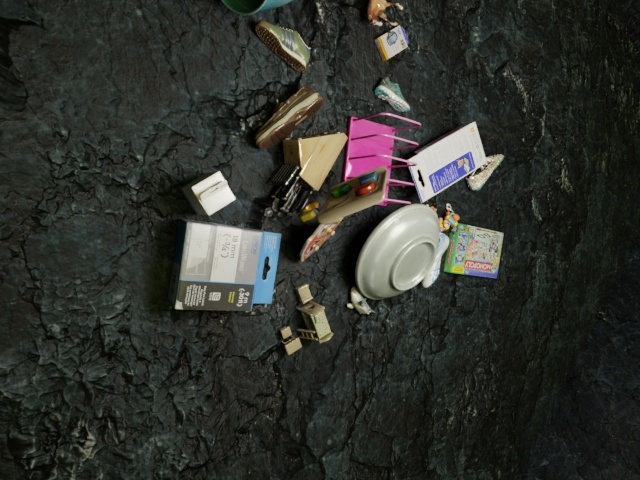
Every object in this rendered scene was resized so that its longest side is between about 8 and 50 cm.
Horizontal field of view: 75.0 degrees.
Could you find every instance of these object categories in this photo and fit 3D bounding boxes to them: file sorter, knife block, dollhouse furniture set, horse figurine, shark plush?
[{"bbox_3d":[0.215,-0.273,1.442,0.202,0.182,0.291,4,93,-33],"label":"file sorter"},{"bbox_3d":[-0.033,-0.214,1.347,0.275,0.088,0.242,-20,113,-36],"label":"knife block"},{"bbox_3d":[-0.066,0.264,1.376,0.160,0.101,0.182,-27,109,-27],"label":"dollhouse furniture set"},{"bbox_3d":[0.215,-0.867,1.445,0.174,0.066,0.264,-10,103,-37],"label":"horse figurine"},{"bbox_3d":[0.167,0.235,1.549,0.161,0.073,0.067,33,48,-26],"label":"shark plush"}]

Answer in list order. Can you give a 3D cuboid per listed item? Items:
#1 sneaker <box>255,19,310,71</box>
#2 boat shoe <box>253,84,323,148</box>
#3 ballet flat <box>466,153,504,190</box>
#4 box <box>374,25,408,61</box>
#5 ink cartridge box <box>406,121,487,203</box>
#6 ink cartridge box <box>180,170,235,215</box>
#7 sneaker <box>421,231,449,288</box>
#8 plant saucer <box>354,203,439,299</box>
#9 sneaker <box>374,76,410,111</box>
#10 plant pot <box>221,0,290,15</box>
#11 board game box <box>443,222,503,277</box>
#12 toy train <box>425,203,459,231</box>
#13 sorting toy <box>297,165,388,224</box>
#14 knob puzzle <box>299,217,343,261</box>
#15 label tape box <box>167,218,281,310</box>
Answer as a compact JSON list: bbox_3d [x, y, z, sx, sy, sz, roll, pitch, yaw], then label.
[{"bbox_3d":[-0.107,-0.615,1.278,0.192,0.064,0.086,34,70,-30],"label":"sneaker"},{"bbox_3d":[-0.115,-0.388,1.294,0.257,0.095,0.095,-40,82,-16],"label":"boat shoe"},{"bbox_3d":[0.714,-0.314,1.811,0.077,0.091,0.241,45,67,-4],"label":"ballet flat"},{"bbox_3d":[0.261,-0.718,1.513,0.136,0.028,0.081,-39,114,-25],"label":"box"},{"bbox_3d":[0.476,-0.302,1.598,0.370,0.069,0.176,-32,109,-23],"label":"ink cartridge box"},{"bbox_3d":[-0.310,-0.130,1.154,0.092,0.143,0.090,-37,113,-23],"label":"ink cartridge box"},{"bbox_3d":[0.449,0.078,1.692,0.086,0.085,0.237,22,83,-16],"label":"sneaker"},{"bbox_3d":[0.307,0.067,1.498,0.400,0.100,0.401,-21,131,-26],"label":"plant saucer"},{"bbox_3d":[0.274,-0.535,1.523,0.166,0.065,0.076,27,77,-33],"label":"sneaker"},{"bbox_3d":[-0.129,-0.775,1.137,0.255,0.271,0.272,-32,112,-40],"label":"plant pot"},{"bbox_3d":[0.685,0.049,1.853,0.317,0.046,0.214,8,91,-32],"label":"board game box"},{"bbox_3d":[0.504,-0.105,1.700,0.166,0.046,0.125,-14,79,-33],"label":"toy train"},{"bbox_3d":[0.056,-0.131,1.274,0.041,0.307,0.229,60,22,-23],"label":"sorting toy"},{"bbox_3d":[0.000,0.000,1.358,0.030,0.213,0.213,42,69,11],"label":"knob puzzle"},{"bbox_3d":[-0.258,0.079,1.234,0.333,0.106,0.241,7,92,-32],"label":"label tape box"}]
